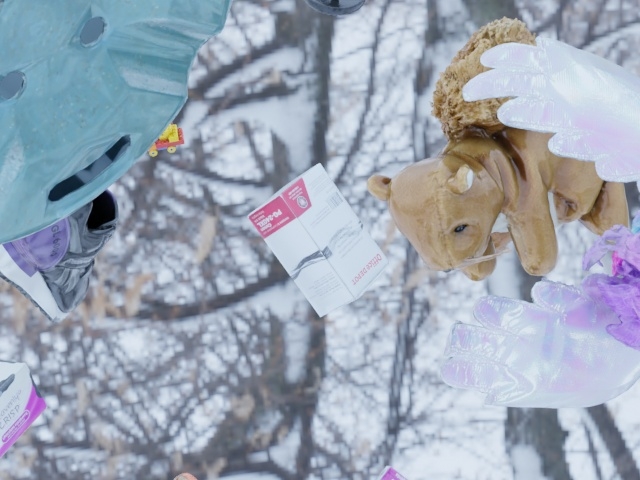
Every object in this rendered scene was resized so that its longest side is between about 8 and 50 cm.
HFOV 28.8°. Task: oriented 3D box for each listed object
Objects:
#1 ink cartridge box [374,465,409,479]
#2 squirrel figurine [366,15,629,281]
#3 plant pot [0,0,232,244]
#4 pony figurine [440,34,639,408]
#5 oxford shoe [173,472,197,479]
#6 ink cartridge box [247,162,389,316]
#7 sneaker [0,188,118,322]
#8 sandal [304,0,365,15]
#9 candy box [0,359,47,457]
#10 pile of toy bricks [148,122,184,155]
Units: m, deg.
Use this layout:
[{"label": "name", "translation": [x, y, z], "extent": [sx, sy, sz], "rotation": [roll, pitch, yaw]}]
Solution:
[{"label": "ink cartridge box", "translation": [0.229, 0.518, 2.190], "extent": [0.324, 0.071, 0.330], "rotation": [38, 173, 7]}, {"label": "squirrel figurine", "translation": [0.240, -0.130, 1.868], "extent": [0.370, 0.397, 0.281], "rotation": [-11, -169, -43]}, {"label": "plant pot", "translation": [-0.241, -0.185, 0.651], "extent": [0.334, 0.341, 0.341], "rotation": [36, -141, 25]}, {"label": "pony figurine", "translation": [0.296, 0.005, 0.967], "extent": [0.350, 0.303, 0.363], "rotation": [13, 174, -23]}, {"label": "oxford shoe", "translation": [-0.135, 0.327, 1.031], "extent": [0.098, 0.272, 0.097], "rotation": [-1, -170, -32]}, {"label": "ink cartridge box", "translation": [0.000, 0.000, 1.472], "extent": [0.063, 0.150, 0.109], "rotation": [-32, -174, 34]}, {"label": "sneaker", "translation": [-0.255, 0.004, 1.282], "extent": [0.124, 0.107, 0.283], "rotation": [-25, 169, -4]}, {"label": "sandal", "translation": [0.034, -0.290, 1.302], "extent": [0.067, 0.040, 0.179], "rotation": [23, -135, 13]}, {"label": "candy box", "translation": [-0.449, 0.200, 1.407], "extent": [0.233, 0.071, 0.159], "rotation": [3, -144, 33]}, {"label": "pile of toy bricks", "translation": [-0.339, -0.193, 2.054], "extent": [0.212, 0.105, 0.118], "rotation": [-12, -134, -3]}]
